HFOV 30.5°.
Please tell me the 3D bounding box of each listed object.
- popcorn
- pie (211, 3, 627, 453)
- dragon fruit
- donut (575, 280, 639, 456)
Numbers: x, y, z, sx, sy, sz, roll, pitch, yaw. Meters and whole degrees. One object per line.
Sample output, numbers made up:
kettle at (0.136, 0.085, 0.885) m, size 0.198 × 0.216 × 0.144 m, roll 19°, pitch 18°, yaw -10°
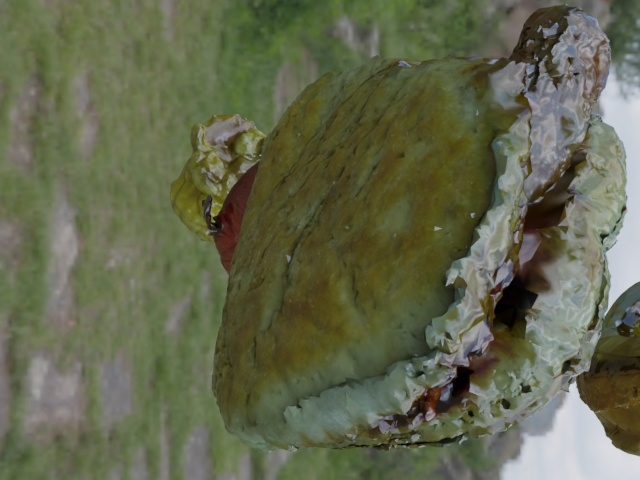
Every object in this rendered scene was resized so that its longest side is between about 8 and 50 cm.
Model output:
popcorn at (-0.108, -0.079, 1.633) m, size 0.156 × 0.197 × 0.198 m, roll 122°, pitch -21°, yaw -43°
pie at (0.052, 0.010, 0.999) m, size 0.180 × 0.418 × 0.395 m, roll 36°, pitch 62°, yaw -31°
dragon fruit at (0.003, 0.000, 1.333) m, size 0.148 × 0.218 × 0.224 m, roll 48°, pitch -5°, yaw 38°
donut at (0.455, 0.128, 1.456) m, size 0.160 × 0.330 × 0.330 m, roll 47°, pitch 13°, yaw -6°
